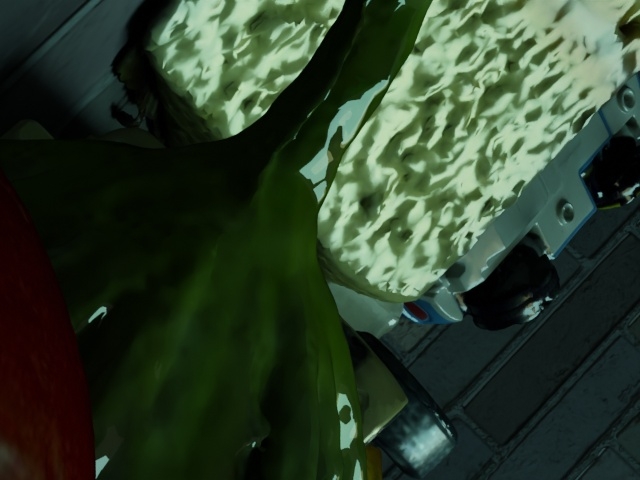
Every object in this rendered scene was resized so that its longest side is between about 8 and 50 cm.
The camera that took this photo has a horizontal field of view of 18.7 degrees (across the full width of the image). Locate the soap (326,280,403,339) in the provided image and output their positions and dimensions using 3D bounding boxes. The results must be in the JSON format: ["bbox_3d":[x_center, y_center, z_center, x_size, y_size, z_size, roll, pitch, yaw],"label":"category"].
[{"bbox_3d":[0.000,0.000,1.148,0.121,0.064,0.183,-34,-153,34],"label":"soap"}]

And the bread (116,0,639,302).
[{"bbox_3d":[0.028,-0.158,0.988,0.345,0.242,0.405,-50,-153,-3],"label":"bread"}]

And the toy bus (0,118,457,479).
[{"bbox_3d":[-0.077,0.067,0.846,0.177,0.202,0.365,-41,179,-5],"label":"toy bus"}]

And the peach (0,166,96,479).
[{"bbox_3d":[-0.152,0.061,0.380,0.243,0.199,0.243,-49,179,-2],"label":"peach"}]

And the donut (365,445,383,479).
[{"bbox_3d":[-0.093,0.161,1.192,0.277,0.277,0.108,-46,145,-10],"label":"donut"}]

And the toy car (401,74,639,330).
[{"bbox_3d":[0.130,-0.072,1.531,0.166,0.198,0.314,-3,-146,47],"label":"toy car"}]

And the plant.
[{"bbox_3d":[-0.028,0.001,0.531,0.333,0.251,0.180,-45,-162,21],"label":"plant"}]
